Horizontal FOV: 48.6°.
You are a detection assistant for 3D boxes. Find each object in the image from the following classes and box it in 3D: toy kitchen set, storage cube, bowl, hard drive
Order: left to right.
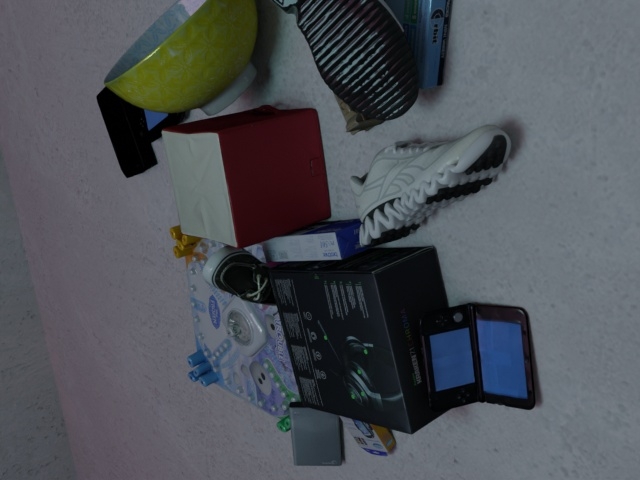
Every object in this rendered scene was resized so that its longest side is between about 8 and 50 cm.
[{"bbox_3d":[-0.197,-0.300,1.163,0.156,0.289,0.289,47,152,-26],"label":"bowl"},{"bbox_3d":[-0.121,-0.108,1.173,0.183,0.193,0.215,13,116,49],"label":"storage cube"},{"bbox_3d":[-0.009,0.372,1.359,0.094,0.022,0.135,-2,112,6],"label":"hard drive"},{"bbox_3d":[0.053,-0.197,1.011,0.083,0.068,0.075,-28,84,53],"label":"toy kitchen set"}]

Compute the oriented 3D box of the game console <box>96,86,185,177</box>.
[{"bbox_3d":[-0.393,-0.279,1.564,0.361,0.044,0.213,-16,94,53],"label":"game console"}]

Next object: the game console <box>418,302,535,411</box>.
[{"bbox_3d":[0.210,0.164,0.960,0.085,0.124,0.144,-163,64,-72],"label":"game console"}]

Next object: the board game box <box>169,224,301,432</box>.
[{"bbox_3d":[-0.167,0.180,1.461,0.390,0.050,0.390,17,118,43],"label":"board game box"}]

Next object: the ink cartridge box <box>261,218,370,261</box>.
[{"bbox_3d":[0.000,0.000,1.150,0.207,0.097,0.046,-3,103,53],"label":"ink cartridge box"}]

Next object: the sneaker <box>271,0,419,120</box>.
[{"bbox_3d":[0.021,-0.308,0.909,0.122,0.146,0.330,-33,102,28],"label":"sneaker"}]

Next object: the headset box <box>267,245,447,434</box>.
[{"bbox_3d":[0.072,0.142,1.098,0.283,0.131,0.246,-4,103,53],"label":"headset box"}]

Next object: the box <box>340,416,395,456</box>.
[{"bbox_3d":[0.075,0.321,1.246,0.081,0.028,0.136,-10,118,53],"label":"box"}]

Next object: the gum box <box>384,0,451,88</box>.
[{"bbox_3d":[0.088,-0.300,0.939,0.184,0.041,0.157,31,129,42],"label":"gum box"}]

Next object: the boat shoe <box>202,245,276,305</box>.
[{"bbox_3d":[-0.112,0.064,1.178,0.070,0.219,0.078,33,94,27],"label":"boat shoe"}]

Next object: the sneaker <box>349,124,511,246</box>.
[{"bbox_3d":[0.128,-0.089,0.946,0.292,0.110,0.118,-34,70,53],"label":"sneaker"}]

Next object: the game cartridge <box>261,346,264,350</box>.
[{"bbox_3d":[-0.134,0.199,1.488,0.056,0.017,0.083,-8,100,50],"label":"game cartridge"}]
